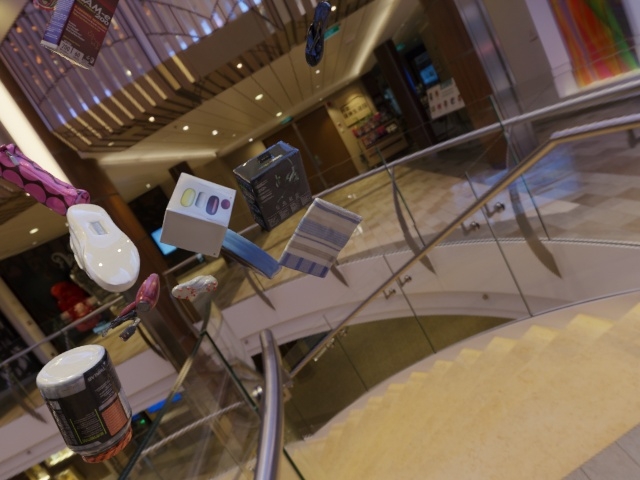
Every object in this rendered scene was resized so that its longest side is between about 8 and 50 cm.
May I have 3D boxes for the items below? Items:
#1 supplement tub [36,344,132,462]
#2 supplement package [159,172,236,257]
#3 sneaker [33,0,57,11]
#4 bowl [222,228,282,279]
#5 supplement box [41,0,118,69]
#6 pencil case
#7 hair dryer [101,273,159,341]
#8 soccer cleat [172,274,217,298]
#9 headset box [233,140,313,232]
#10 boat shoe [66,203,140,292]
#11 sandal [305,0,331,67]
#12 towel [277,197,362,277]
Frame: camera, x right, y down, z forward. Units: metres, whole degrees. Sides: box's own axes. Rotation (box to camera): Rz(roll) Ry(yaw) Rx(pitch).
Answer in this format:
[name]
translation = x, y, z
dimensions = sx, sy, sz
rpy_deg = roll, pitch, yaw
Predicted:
[supplement tub]
translation = -0.702, 0.499, 1.228
dimensions = 0.193, 0.317, 0.194
rpy_deg = -8, 19, 3
[supplement package]
translation = -0.403, -0.085, 1.341
dimensions = 0.203, 0.194, 0.149
rpy_deg = -92, 25, -47
[sneaker]
translation = -0.960, -0.986, 1.437
dimensions = 0.120, 0.300, 0.112
rpy_deg = 2, 6, -34
[bowl]
translation = -0.357, 0.053, 1.813
dimensions = 0.077, 0.391, 0.391
rpy_deg = -59, 20, -13
[supplement box]
translation = -0.723, -0.664, 1.219
dimensions = 0.240, 0.073, 0.130
rpy_deg = -68, -17, 2
[pencil case]
translation = -0.660, -0.136, 0.957
dimensions = 0.098, 0.209, 0.095
rpy_deg = -40, 22, 45
[hair dryer]
translation = -0.716, 0.243, 1.544
dimensions = 0.223, 0.080, 0.294
rpy_deg = -1, 45, 40
[soccer cleat]
translation = -0.513, 0.185, 1.632
dimensions = 0.196, 0.068, 0.076
rpy_deg = -10, 38, -43
[headset box]
translation = -0.185, -0.224, 1.622
dimensions = 0.246, 0.283, 0.131
rpy_deg = -38, 49, -20
[boat shoe]
translation = -0.304, 0.020, 0.552
dimensions = 0.066, 0.184, 0.063
rpy_deg = -17, -44, -47
[sandal]
translation = -0.025, -0.878, 1.719
dimensions = 0.097, 0.255, 0.054
rpy_deg = 35, 37, 31
[towel]
translation = 0.000, 0.000, 1.414
dimensions = 0.285, 0.209, 0.034
rpy_deg = -58, 33, 18
